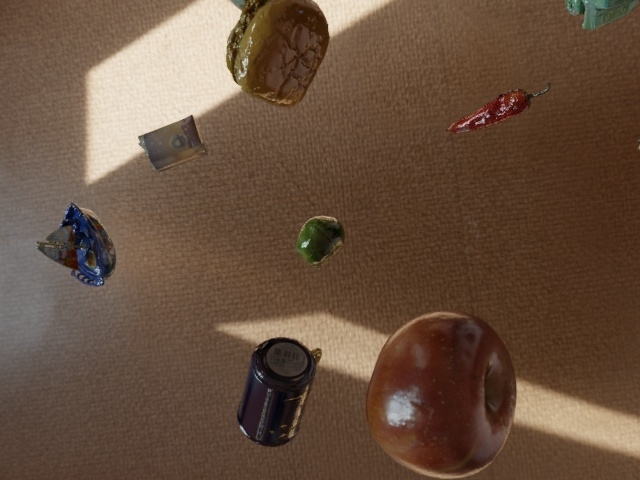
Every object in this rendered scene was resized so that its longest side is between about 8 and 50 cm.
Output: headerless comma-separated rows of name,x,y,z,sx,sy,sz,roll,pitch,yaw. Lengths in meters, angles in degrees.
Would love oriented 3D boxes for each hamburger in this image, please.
hamburger,-0.100,-0.511,1.387,0.319,0.318,0.158,-49,59,3

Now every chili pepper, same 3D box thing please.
chili pepper,0.404,-0.296,1.204,0.059,0.267,0.051,36,53,-34

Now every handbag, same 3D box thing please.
handbag,-0.397,-0.254,1.394,0.173,0.095,0.117,-20,64,-1

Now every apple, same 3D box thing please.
apple,0.146,0.189,0.652,0.162,0.201,0.201,-10,91,42

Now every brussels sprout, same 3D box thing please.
brussels sprout,-0.002,-0.004,1.412,0.155,0.155,0.117,-45,91,3

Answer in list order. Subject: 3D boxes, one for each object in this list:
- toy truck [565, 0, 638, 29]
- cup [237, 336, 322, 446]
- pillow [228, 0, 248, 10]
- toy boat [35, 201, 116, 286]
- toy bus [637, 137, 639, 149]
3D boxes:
toy truck,0.698,-0.652,1.253,0.154,0.279,0.156,-23,51,8
cup,-0.103,0.360,1.371,0.178,0.255,0.256,17,128,2
pillow,-0.243,-0.738,1.387,0.138,0.283,0.310,-44,77,6
toy boat,-0.376,0.013,0.785,0.175,0.110,0.091,42,110,30
toy bus,0.740,-0.200,1.077,0.088,0.175,0.101,25,122,3
